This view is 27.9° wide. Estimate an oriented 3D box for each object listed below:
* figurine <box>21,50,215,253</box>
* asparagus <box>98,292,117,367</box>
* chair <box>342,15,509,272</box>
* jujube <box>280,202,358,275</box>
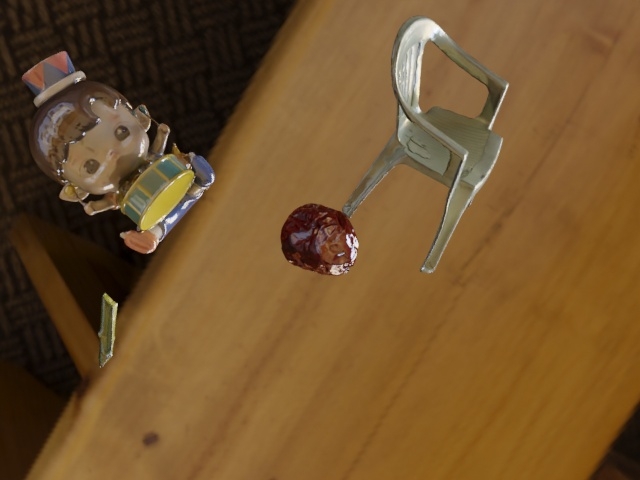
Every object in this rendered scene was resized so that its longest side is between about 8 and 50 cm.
[{"bbox_3d":[-0.271,-0.116,1.619,0.275,0.158,0.161,37,78,9],"label":"figurine"},{"bbox_3d":[-0.285,0.122,1.718,0.021,0.025,0.108,9,110,6],"label":"asparagus"},{"bbox_3d":[0.145,-0.137,1.731,0.191,0.203,0.274,29,130,5],"label":"chair"},{"bbox_3d":[0.000,0.000,1.416,0.077,0.129,0.077,-3,98,-19],"label":"jujube"}]
